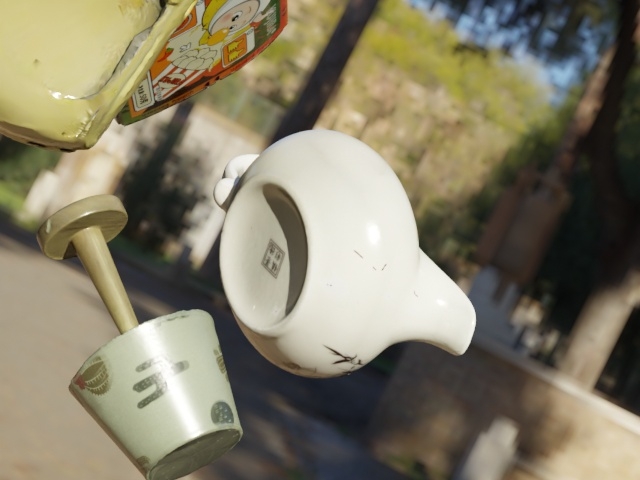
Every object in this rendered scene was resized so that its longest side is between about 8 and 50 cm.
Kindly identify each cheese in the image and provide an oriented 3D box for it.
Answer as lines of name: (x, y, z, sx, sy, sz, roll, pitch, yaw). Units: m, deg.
cheese: (-0.219, -0.227, 1.282, 0.316, 0.259, 0.128, 34, 4, -4)

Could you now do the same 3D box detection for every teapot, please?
teapot: (0.000, 0.000, 1.636, 0.165, 0.208, 0.300, -4, 34, -23)

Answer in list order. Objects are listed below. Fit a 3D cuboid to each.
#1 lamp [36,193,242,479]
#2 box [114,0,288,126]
lamp: (-0.141, 0.071, 1.429, 0.215, 0.121, 0.121, 63, 10, 19)
box: (-0.131, -0.219, 1.538, 0.148, 0.177, 0.195, 54, -12, 14)
